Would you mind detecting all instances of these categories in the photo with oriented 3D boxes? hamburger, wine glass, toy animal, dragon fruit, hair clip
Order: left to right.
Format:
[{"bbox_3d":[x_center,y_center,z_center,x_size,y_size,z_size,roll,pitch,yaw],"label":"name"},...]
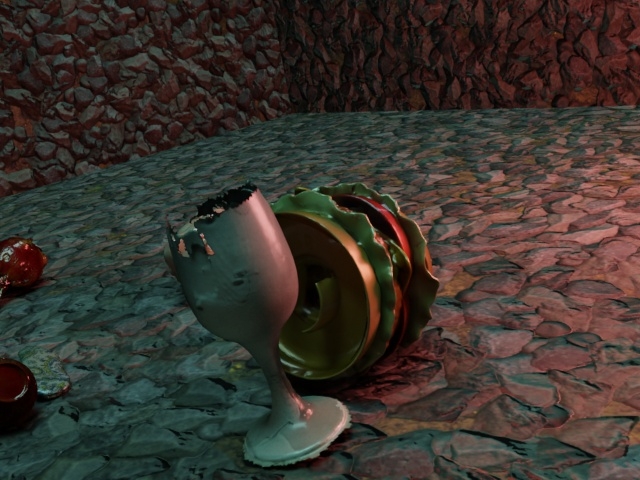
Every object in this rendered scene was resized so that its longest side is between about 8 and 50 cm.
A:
[{"bbox_3d":[-0.691,0.078,1.670,0.126,0.125,0.246,6,36,6],"label":"dragon fruit"},{"bbox_3d":[-0.459,0.202,1.231,0.066,0.036,0.229,-12,16,-29],"label":"hair clip"},{"bbox_3d":[-0.217,0.027,1.467,0.171,0.171,0.198,-17,15,-20],"label":"toy animal"},{"bbox_3d":[-0.072,0.097,0.881,0.143,0.321,0.143,-16,15,4],"label":"wine glass"},{"bbox_3d":[0.029,0.051,1.057,0.274,0.274,0.212,4,15,39],"label":"hamburger"}]

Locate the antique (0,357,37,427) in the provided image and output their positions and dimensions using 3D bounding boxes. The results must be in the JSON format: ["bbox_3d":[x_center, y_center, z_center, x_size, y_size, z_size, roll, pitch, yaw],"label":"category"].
[{"bbox_3d":[-0.457,0.217,1.081,0.104,0.104,0.104,-9,17,3],"label":"antique"}]
